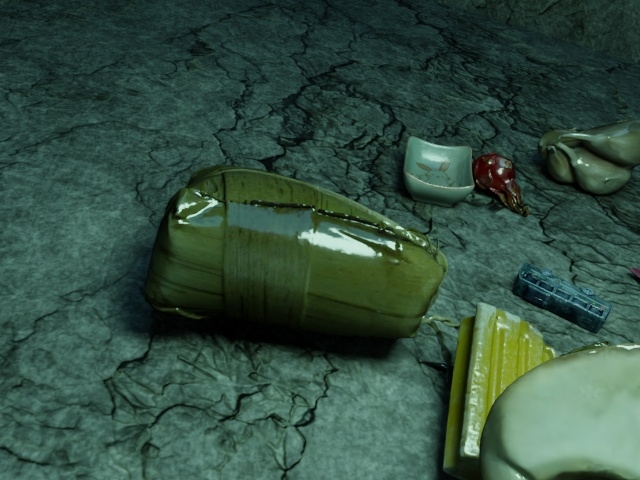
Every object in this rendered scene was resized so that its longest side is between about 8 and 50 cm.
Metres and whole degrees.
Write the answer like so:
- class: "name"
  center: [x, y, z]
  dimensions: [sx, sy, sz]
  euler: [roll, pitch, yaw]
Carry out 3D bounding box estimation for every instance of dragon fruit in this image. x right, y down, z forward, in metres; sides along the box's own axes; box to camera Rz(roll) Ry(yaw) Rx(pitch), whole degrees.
- class: "dragon fruit"
  center: [0.411, -0.132, 1.455]
  dimensions: [0.094, 0.094, 0.190]
  euler: [-12, 45, -30]

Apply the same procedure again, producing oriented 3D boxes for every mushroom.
- class: "mushroom"
  center: [0.362, 0.234, 0.699]
  dimensions: [0.397, 0.313, 0.224]
  euler: [9, 73, 7]

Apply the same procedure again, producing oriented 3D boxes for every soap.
- class: "soap"
  center: [0.244, 0.207, 0.846]
  dimensions: [0.140, 0.073, 0.232]
  euler: [25, 49, -8]

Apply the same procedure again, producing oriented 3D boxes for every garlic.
- class: "garlic"
  center: [0.659, -0.227, 1.560]
  dimensions: [0.237, 0.210, 0.292]
  euler: [32, 30, 19]

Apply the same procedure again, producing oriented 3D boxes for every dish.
- class: "dish"
  center: [0.256, -0.146, 1.440]
  dimensions: [0.151, 0.077, 0.212]
  euler: [11, 34, 4]

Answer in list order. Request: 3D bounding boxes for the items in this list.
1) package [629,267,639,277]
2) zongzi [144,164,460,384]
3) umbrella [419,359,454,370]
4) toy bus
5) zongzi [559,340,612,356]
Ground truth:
- class: "package"
  center: [0.652, 0.073, 1.266]
  dimensions: [0.083, 0.029, 0.059]
  euler: [8, 25, -23]
- class: "zongzi"
  center: [0.005, -0.020, 1.074]
  dimensions: [0.500, 0.218, 0.467]
  euler: [11, 26, -4]
- class: "umbrella"
  center: [0.208, 0.197, 0.971]
  dimensions: [0.122, 0.022, 0.013]
  euler: [9, 41, 16]
- class: "toy bus"
  center: [0.423, 0.099, 1.147]
  dimensions: [0.166, 0.047, 0.065]
  euler: [27, 41, 23]
- class: "zongzi"
  center: [0.369, 0.227, 0.924]
  dimensions: [0.176, 0.078, 0.160]
  euler: [-9, 37, -10]
